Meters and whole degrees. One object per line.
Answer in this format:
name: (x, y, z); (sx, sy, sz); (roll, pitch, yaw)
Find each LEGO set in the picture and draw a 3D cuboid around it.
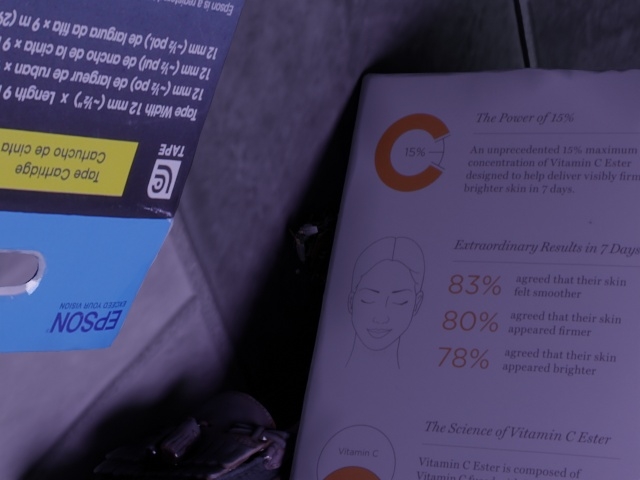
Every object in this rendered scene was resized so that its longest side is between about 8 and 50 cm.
LEGO set: (-0.001, 0.002, 1.211); (0.054, 0.023, 0.083); (-45, 156, -23)

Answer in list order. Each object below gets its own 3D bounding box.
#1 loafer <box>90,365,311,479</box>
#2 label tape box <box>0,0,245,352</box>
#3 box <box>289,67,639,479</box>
loafer: (-0.051, 0.122, 1.164); (0.302, 0.109, 0.095); (-5, 98, -61)
label tape box: (-0.143, -0.129, 0.837); (0.249, 0.115, 0.348); (3, 112, -54)
box: (0.122, 0.088, 1.158); (0.168, 0.215, 0.345); (41, 55, -57)
